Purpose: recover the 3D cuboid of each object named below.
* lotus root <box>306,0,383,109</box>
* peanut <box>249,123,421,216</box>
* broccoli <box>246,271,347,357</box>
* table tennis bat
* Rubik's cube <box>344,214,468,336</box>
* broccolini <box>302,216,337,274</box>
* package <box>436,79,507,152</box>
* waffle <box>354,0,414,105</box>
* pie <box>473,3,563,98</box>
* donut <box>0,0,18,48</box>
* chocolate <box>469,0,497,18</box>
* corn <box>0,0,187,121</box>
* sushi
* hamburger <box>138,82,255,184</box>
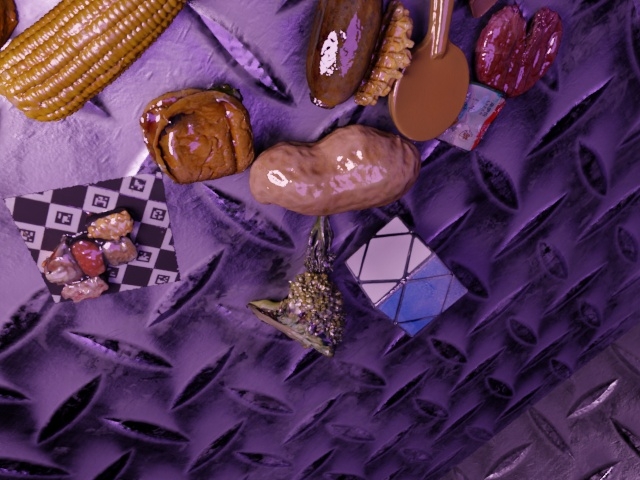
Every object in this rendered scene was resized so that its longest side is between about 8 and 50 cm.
[{"bbox_3d":[0.043,-0.372,0.813,0.123,0.124,0.240,7,120,-15],"label":"lotus root"},{"bbox_3d":[0.039,-0.150,0.933,0.388,0.169,0.192,-12,142,-14],"label":"peanut"},{"bbox_3d":[-0.038,0.168,1.137,0.180,0.273,0.242,-54,148,-23],"label":"broccoli"},{"bbox_3d":[0.235,-0.361,0.887,0.199,0.050,0.320,-13,123,-20],"label":"table tennis bat"},{"bbox_3d":[0.226,0.096,1.162,0.205,0.207,0.205,-43,129,8],"label":"Rubik's cube"},{"bbox_3d":[0.000,0.007,1.097,0.091,0.068,0.202,1,124,0],"label":"broccolini"},{"bbox_3d":[0.309,-0.300,1.006,0.232,0.040,0.166,15,126,-21],"label":"package"},{"bbox_3d":[0.121,-0.369,0.876,0.046,0.160,0.192,8,149,-30],"label":"waffle"},{"bbox_3d":[0.446,-0.433,0.987,0.219,0.054,0.204,6,120,-29],"label":"pie"},{"bbox_3d":[-0.553,-0.339,0.618,0.190,0.074,0.174,-30,129,0],"label":"donut"},{"bbox_3d":[0.349,-0.517,0.900,0.101,0.031,0.065,-44,146,15],"label":"chocolate"},{"bbox_3d":[-0.353,-0.326,0.680,0.345,0.131,0.131,-39,129,5],"label":"corn"},{"bbox_3d":[-0.458,0.018,0.917,0.293,0.059,0.293,-12,126,-16],"label":"sushi"},{"bbox_3d":[-0.227,-0.192,0.826,0.206,0.130,0.183,-15,130,-16],"label":"hamburger"}]
